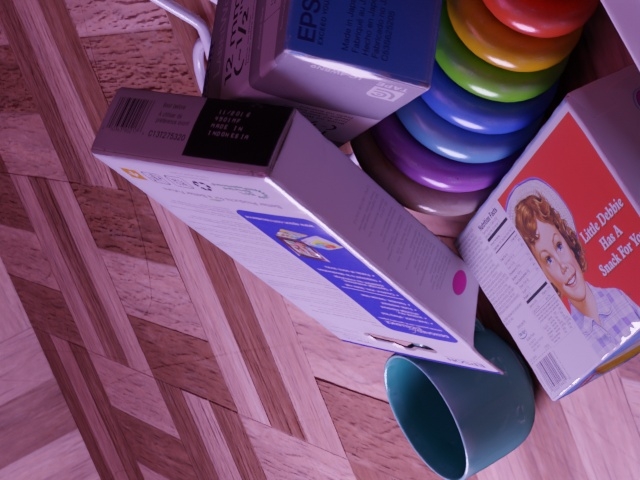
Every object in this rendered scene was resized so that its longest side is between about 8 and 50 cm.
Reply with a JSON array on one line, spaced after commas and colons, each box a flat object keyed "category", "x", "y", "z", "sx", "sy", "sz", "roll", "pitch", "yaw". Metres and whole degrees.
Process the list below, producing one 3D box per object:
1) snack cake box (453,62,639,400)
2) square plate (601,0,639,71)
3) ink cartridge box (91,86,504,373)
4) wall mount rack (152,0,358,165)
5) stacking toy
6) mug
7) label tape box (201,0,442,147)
[{"category": "snack cake box", "x": 0.203, "y": -0.002, "z": 1.220, "sx": 0.152, "sy": 0.089, "sz": 0.264, "roll": 60, "pitch": 158, "yaw": 13}, {"category": "square plate", "x": 0.301, "y": -0.043, "z": 0.898, "sx": 0.347, "sy": 0.049, "sz": 0.344, "roll": 55, "pitch": 168, "yaw": -21}, {"category": "ink cartridge box", "x": 0.000, "y": 0.000, "z": 1.336, "sx": 0.175, "sy": 0.069, "sz": 0.371, "roll": 10, "pitch": 159, "yaw": 38}, {"category": "wall mount rack", "x": -0.104, "y": -0.165, "z": 1.668, "sx": 0.350, "sy": 0.130, "sz": 0.304, "roll": 20, "pitch": 133, "yaw": 59}, {"category": "stacking toy", "x": 0.129, "y": -0.144, "z": 1.183, "sx": 0.141, "sy": 0.141, "sz": 0.330, "roll": 57, "pitch": 153, "yaw": 13}, {"category": "mug", "x": 0.133, "y": 0.131, "z": 1.522, "sx": 0.129, "sy": 0.097, "sz": 0.158, "roll": 52, "pitch": 156, "yaw": 26}, {"category": "label tape box", "x": -0.014, "y": -0.200, "z": 1.287, "sx": 0.347, "sy": 0.115, "sz": 0.249, "roll": 157, "pitch": 124, "yaw": -67}]
